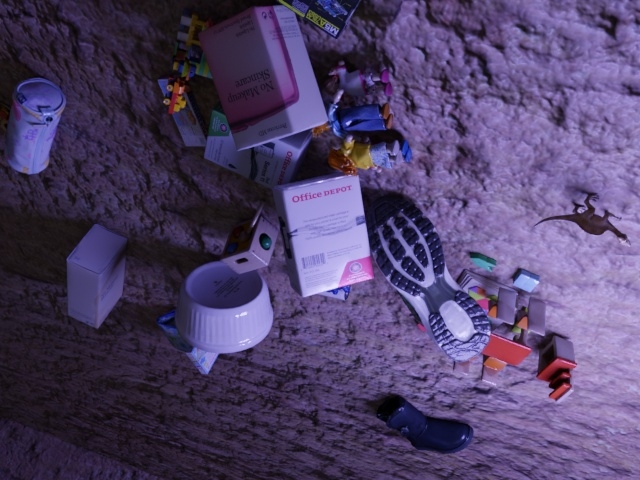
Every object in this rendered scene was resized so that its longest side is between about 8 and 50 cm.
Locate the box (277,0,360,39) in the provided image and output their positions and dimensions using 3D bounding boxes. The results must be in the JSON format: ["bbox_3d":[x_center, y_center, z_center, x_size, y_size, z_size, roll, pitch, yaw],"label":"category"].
[{"bbox_3d":[-0.005,-0.474,1.127,0.190,0.045,0.184,31,141,-6],"label":"box"}]

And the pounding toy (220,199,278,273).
[{"bbox_3d":[-0.176,-0.007,1.639,0.141,0.130,0.100,-17,135,38],"label":"pounding toy"}]

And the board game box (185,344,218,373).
[{"bbox_3d":[-0.353,0.324,2.033,0.026,0.154,0.103,-5,130,30],"label":"board game box"}]

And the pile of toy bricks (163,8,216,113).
[{"bbox_3d":[-0.250,-0.364,1.333,0.105,0.118,0.212,12,124,-16],"label":"pile of toy bricks"}]

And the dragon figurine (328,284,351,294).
[{"bbox_3d":[0.000,0.000,1.530,0.085,0.144,0.289,-11,126,34],"label":"dragon figurine"}]

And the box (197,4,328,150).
[{"bbox_3d":[-0.107,-0.306,1.227,0.148,0.126,0.233,-11,102,35],"label":"box"}]

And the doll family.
[{"bbox_3d":[0.068,-0.218,1.293,0.163,0.118,0.263,0,132,27],"label":"doll family"}]

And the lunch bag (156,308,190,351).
[{"bbox_3d":[-0.438,0.292,2.088,0.151,0.096,0.129,-4,131,18],"label":"lunch bag"}]

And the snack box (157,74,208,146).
[{"bbox_3d":[-0.309,-0.293,1.481,0.064,0.022,0.178,5,134,24],"label":"snack box"}]

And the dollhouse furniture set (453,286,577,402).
[{"bbox_3d":[0.465,0.269,1.541,0.259,0.135,0.262,20,139,-1],"label":"dollhouse furniture set"}]

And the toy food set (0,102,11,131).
[{"bbox_3d":[-0.838,-0.329,1.717,0.082,0.020,0.083,40,137,-15],"label":"toy food set"}]

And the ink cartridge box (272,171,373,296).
[{"bbox_3d":[0.005,-0.019,1.413,0.100,0.171,0.237,-150,48,-69],"label":"ink cartridge box"}]

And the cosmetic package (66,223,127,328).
[{"bbox_3d":[-0.686,0.115,1.989,0.113,0.160,0.309,26,140,-1],"label":"cosmetic package"}]

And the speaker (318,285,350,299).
[{"bbox_3d":[0.007,0.118,1.714,0.136,0.055,0.055,11,136,18],"label":"speaker"}]

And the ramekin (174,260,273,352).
[{"bbox_3d":[-0.261,0.165,1.755,0.272,0.273,0.127,14,125,14],"label":"ramekin"}]

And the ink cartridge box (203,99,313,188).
[{"bbox_3d":[-0.138,-0.213,1.427,0.208,0.087,0.153,24,139,1],"label":"ink cartridge box"}]

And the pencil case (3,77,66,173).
[{"bbox_3d":[-0.719,-0.282,1.632,0.124,0.113,0.273,52,138,5],"label":"pencil case"}]

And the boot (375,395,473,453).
[{"bbox_3d":[0.310,0.557,1.976,0.207,0.094,0.246,42,143,-22],"label":"boot"}]

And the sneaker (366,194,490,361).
[{"bbox_3d":[0.218,0.088,1.493,0.411,0.158,0.182,60,171,-4],"label":"sneaker"}]

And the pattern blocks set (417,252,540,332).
[{"bbox_3d":[0.383,0.159,1.586,0.285,0.026,0.325,17,137,11],"label":"pattern blocks set"}]

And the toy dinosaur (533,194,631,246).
[{"bbox_3d":[0.516,-0.044,1.261,0.183,0.093,0.053,16,137,12],"label":"toy dinosaur"}]
